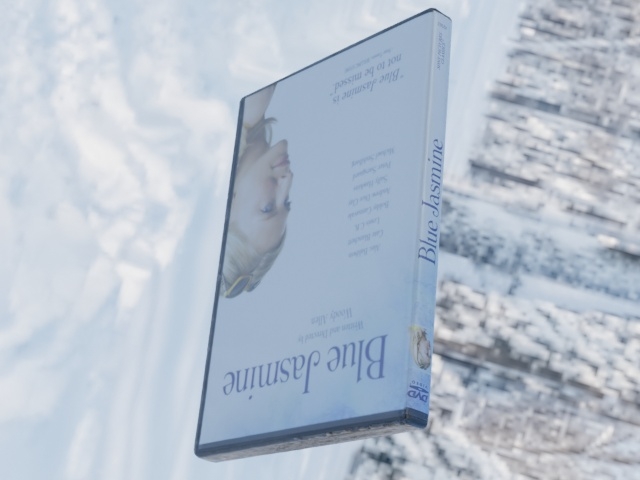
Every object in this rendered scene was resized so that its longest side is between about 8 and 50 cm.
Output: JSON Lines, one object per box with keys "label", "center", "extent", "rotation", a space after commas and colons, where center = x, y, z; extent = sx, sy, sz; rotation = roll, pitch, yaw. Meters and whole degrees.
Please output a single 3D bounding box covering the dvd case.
{"label": "dvd case", "center": [0.000, 0.000, 0.758], "extent": [0.180, 0.022, 0.253], "rotation": [-18, -122, 44]}
